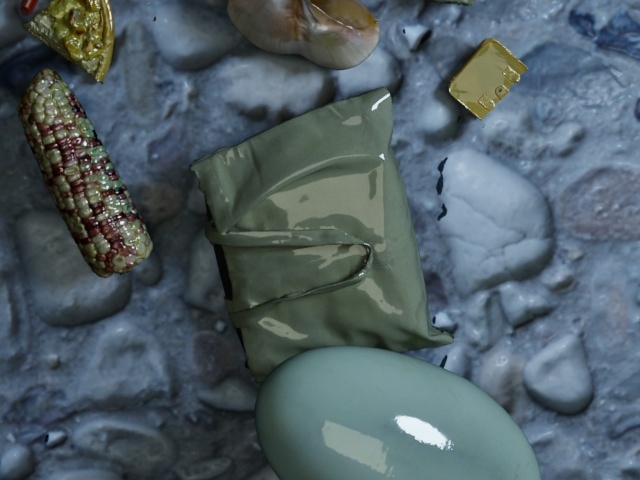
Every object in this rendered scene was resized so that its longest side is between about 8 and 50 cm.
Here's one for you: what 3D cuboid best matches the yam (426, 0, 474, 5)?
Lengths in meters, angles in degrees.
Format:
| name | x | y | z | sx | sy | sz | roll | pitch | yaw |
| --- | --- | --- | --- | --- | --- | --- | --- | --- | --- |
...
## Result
| name | x | y | z | sx | sy | sz | roll | pitch | yaw |
| --- | --- | --- | --- | --- | --- | --- | --- | --- | --- |
| yam | 0.156 | -0.351 | 1.610 | 0.068 | 0.068 | 0.169 | 3 | 101 | -1 |

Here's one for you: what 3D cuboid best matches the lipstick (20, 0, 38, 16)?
| name | x | y | z | sx | sy | sz | roll | pitch | yaw |
| --- | --- | --- | --- | --- | --- | --- | --- | --- | --- |
| lipstick | -0.315 | -0.315 | 1.635 | 0.030 | 0.030 | 0.129 | 25 | 100 | -5 |

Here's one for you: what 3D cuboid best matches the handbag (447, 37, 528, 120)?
| name | x | y | z | sx | sy | sz | roll | pitch | yaw |
| --- | --- | --- | --- | --- | --- | --- | --- | --- | --- |
| handbag | 0.194 | -0.189 | 1.662 | 0.061 | 0.027 | 0.083 | 39 | 101 | -7 |

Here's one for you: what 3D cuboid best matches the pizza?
| name | x | y | z | sx | sy | sz | roll | pitch | yaw |
| --- | --- | --- | --- | --- | --- | --- | --- | --- | --- |
| pizza | -0.293 | -0.241 | 1.652 | 0.108 | 0.026 | 0.123 | -1 | 101 | 2 |

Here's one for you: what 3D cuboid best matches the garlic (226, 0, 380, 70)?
| name | x | y | z | sx | sy | sz | roll | pitch | yaw |
| --- | --- | --- | --- | --- | --- | --- | --- | --- | --- |
| garlic | -0.014 | -0.258 | 1.617 | 0.174 | 0.099 | 0.124 | 26 | 114 | -5 |

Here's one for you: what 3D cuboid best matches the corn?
| name | x | y | z | sx | sy | sz | roll | pitch | yaw |
| --- | --- | --- | --- | --- | --- | --- | --- | --- | --- |
| corn | -0.280 | -0.077 | 1.654 | 0.086 | 0.086 | 0.253 | -25 | 99 | 5 |

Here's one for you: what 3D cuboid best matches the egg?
| name | x | y | z | sx | sy | sz | roll | pitch | yaw |
| --- | --- | --- | --- | --- | --- | --- | --- | --- | --- |
| egg | 0.089 | 0.247 | 1.631 | 0.371 | 0.230 | 0.230 | 28 | 100 | -20 |

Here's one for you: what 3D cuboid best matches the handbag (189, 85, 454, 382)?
| name | x | y | z | sx | sy | sz | roll | pitch | yaw |
| --- | --- | --- | --- | --- | --- | --- | --- | --- | --- |
| handbag | -0.003 | 0.004 | 1.657 | 0.253 | 0.109 | 0.316 | -14 | 106 | 6 |
